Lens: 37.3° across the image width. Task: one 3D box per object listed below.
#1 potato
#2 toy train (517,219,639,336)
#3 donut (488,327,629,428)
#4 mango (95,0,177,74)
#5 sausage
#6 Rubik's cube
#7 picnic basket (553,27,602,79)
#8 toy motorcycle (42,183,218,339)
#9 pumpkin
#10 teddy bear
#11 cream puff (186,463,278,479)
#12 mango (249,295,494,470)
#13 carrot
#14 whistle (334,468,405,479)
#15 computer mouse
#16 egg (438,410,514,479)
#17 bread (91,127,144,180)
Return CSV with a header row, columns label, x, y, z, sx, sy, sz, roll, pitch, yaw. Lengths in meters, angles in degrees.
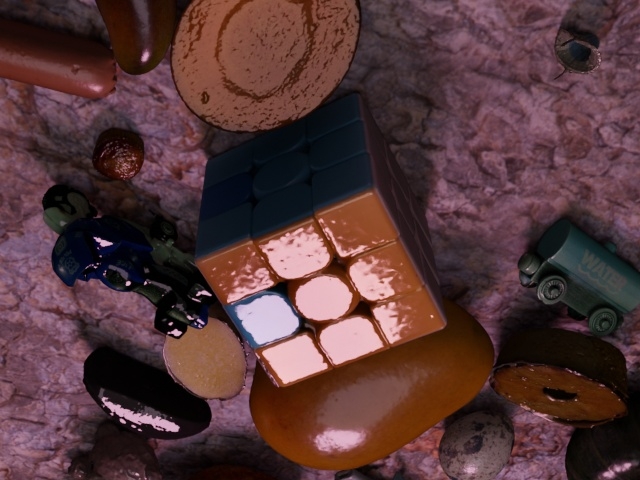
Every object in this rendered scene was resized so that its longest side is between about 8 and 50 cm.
label,x,y,z,sx,sy,sz,roll,pitch,yaw
potato,-0.200,0.197,1.742,0.164,0.081,0.201,-4,123,10
toy train,0.467,0.066,1.678,0.248,0.101,0.159,33,102,-24
donut,0.446,0.248,1.748,0.272,0.107,0.272,18,153,10
mango,-0.262,-0.362,1.306,0.133,0.111,0.268,13,121,28
sausage,-0.439,-0.275,1.388,0.288,0.086,0.086,13,124,-10
Rubik's cube,0.000,0.000,1.479,0.291,0.290,0.291,-21,124,14
picnic basket,0.382,-0.282,1.427,0.083,0.083,0.065,-35,151,-31
toy motorcycle,-0.314,0.035,1.547,0.331,0.196,0.125,35,117,-22
pumpkin,0.634,0.446,1.879,0.300,0.207,0.300,4,125,6
teddy bear,-0.408,0.506,1.902,0.236,0.151,0.267,38,132,19
cream puff,-0.168,0.616,1.942,0.350,0.228,0.351,0,91,11
mango,0.086,0.239,1.679,0.445,0.232,0.300,-19,96,10
carrot,-0.075,-0.297,1.394,0.258,0.100,0.307,38,108,-24
whistle,0.114,0.568,2.008,0.186,0.093,0.274,-19,127,24
computer mouse,-0.334,0.301,1.772,0.269,0.138,0.086,30,110,-23
egg,0.313,0.409,1.884,0.132,0.132,0.172,37,107,-25
bread,-0.323,-0.134,1.512,0.085,0.053,0.085,-1,126,-2
